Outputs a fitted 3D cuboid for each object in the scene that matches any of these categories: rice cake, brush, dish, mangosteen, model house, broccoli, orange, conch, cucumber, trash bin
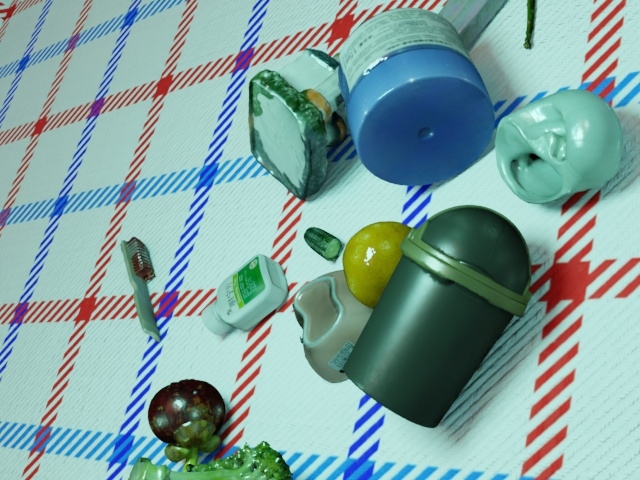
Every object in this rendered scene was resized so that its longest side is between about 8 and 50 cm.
[{"bbox_3d":[0.276,-0.430,1.785,0.298,0.050,0.106,-52,39,6],"label":"rice cake"},{"bbox_3d":[-0.408,0.104,2.125,0.050,0.060,0.321,-35,43,9],"label":"brush"},{"bbox_3d":[0.018,0.139,1.642,0.213,0.090,0.213,-24,50,33],"label":"dish"},{"bbox_3d":[-0.242,0.352,1.746,0.146,0.156,0.181,-31,72,-7],"label":"mangosteen"},{"bbox_3d":[0.009,-0.275,1.860,0.190,0.271,0.301,38,65,18],"label":"model house"},{"bbox_3d":[-0.190,0.464,1.499,0.304,0.283,0.321,-39,24,36],"label":"broccoli"},{"bbox_3d":[0.107,0.040,1.565,0.136,0.159,0.159,21,81,33],"label":"orange"},{"bbox_3d":[0.376,-0.143,1.441,0.221,0.121,0.184,9,75,55],"label":"conch"},{"bbox_3d":[0.000,0.000,1.783,0.048,0.048,0.105,-56,40,1],"label":"cucumber"},{"bbox_3d":[0.188,0.101,1.404,0.333,0.214,0.214,-57,40,4],"label":"trash bin"}]

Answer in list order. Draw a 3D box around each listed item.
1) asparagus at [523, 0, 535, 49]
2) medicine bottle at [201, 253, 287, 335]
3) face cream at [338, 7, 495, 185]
[{"bbox_3d":[0.384,-0.402,1.682,0.015,0.018,0.127,122,160,-62],"label":"asparagus"},{"bbox_3d":[-0.155,0.117,1.850,0.183,0.069,0.119,-39,45,23],"label":"medicine bottle"},{"bbox_3d":[0.164,-0.259,1.634,0.249,0.249,0.225,-35,42,25],"label":"face cream"}]
